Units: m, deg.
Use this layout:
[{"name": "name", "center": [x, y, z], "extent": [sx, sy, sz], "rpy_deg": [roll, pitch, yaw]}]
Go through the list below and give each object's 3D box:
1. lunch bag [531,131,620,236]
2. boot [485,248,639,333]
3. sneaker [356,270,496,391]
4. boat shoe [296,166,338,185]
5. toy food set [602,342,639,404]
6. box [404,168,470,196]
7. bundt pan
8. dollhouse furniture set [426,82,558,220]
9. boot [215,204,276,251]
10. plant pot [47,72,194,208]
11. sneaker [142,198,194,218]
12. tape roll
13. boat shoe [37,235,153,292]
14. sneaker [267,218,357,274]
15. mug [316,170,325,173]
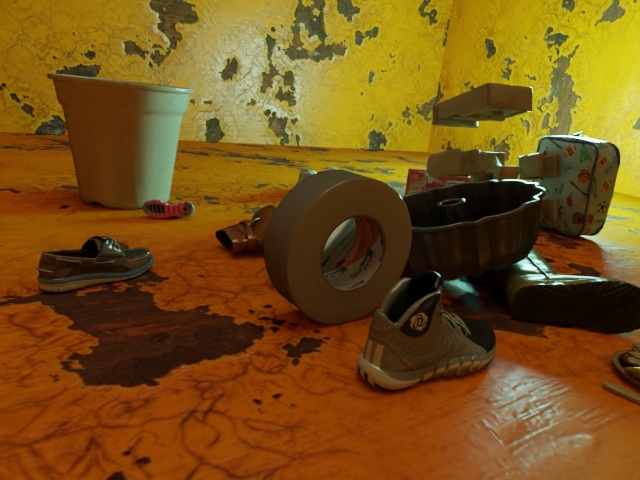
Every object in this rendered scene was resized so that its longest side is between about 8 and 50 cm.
[{"name": "lunch bag", "center": [0.748, -0.173, 1.391], "extent": [0.115, 0.303, 0.243], "rpy_deg": [-4, 19, -21]}, {"name": "boot", "center": [0.432, 0.067, 0.863], "extent": [0.236, 0.089, 0.269], "rpy_deg": [8, 16, 5]}, {"name": "sneaker", "center": [0.152, 0.099, 0.575], "extent": [0.229, 0.132, 0.086], "rpy_deg": [-7, 21, -36]}, {"name": "boat shoe", "center": [0.022, -0.205, 1.569], "extent": [0.118, 0.102, 0.320], "rpy_deg": [16, 20, 29]}, {"name": "toy food set", "center": [0.463, 0.172, 0.609], "extent": [0.133, 0.038, 0.192], "rpy_deg": [21, 22, 40]}, {"name": "box", "center": [0.418, -0.161, 1.526], "extent": [0.257, 0.128, 0.122], "rpy_deg": [-1, 18, -21]}, {"name": "bundt pan", "center": [0.260, -0.018, 0.895], "extent": [0.331, 0.124, 0.331], "rpy_deg": [-12, 15, 3]}, {"name": "dollhouse furniture set", "center": [0.486, -0.241, 1.405], "extent": [0.363, 0.393, 0.256], "rpy_deg": [-2, 3, -21]}, {"name": "boot", "center": [-0.152, -0.025, 0.984], "extent": [0.153, 0.072, 0.197], "rpy_deg": [-16, 14, -27]}, {"name": "plant pot", "center": [-0.504, -0.253, 1.192], "extent": [0.334, 0.305, 0.334], "rpy_deg": [6, 18, -2]}, {"name": "sneaker", "center": [-0.368, -0.074, 1.120], "extent": [0.120, 0.047, 0.057], "rpy_deg": [4, -2, -14]}, {"name": "tape roll", "center": [0.029, 0.009, 0.677], "extent": [0.219, 0.219, 0.072], "rpy_deg": [-6, 20, -34]}, {"name": "boat shoe", "center": [-0.347, 0.029, 0.733], "extent": [0.066, 0.066, 0.183], "rpy_deg": [17, 20, 30]}, {"name": "sneaker", "center": [0.000, 0.000, 0.849], "extent": [0.091, 0.094, 0.258], "rpy_deg": [16, 33, 27]}, {"name": "mug", "center": [0.005, -0.050, 0.977], "extent": [0.130, 0.157, 0.097], "rpy_deg": [-36, 20, 13]}]
